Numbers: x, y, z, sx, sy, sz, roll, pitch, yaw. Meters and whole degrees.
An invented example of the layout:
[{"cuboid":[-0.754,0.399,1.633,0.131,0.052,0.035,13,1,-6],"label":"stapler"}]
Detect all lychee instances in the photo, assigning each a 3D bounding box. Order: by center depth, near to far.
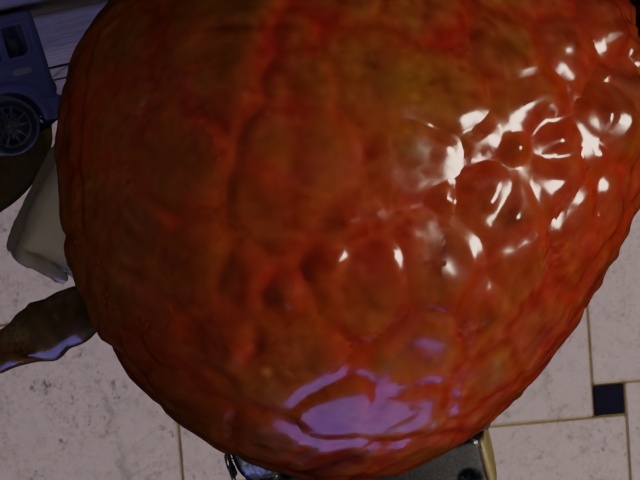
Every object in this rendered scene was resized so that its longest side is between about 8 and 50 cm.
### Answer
[{"cuboid":[0.000,-0.016,0.716,0.300,0.255,0.255,-38,177,18],"label":"lychee"}]

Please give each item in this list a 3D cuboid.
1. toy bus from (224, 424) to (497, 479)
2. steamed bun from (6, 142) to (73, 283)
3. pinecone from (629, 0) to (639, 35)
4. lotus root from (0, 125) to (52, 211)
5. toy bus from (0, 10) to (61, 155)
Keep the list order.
[{"cuboid":[0.000,0.000,1.140,0.176,0.365,0.202,-12,-163,7],"label":"toy bus"},{"cuboid":[-0.025,-0.025,0.937,0.200,0.225,0.170,-58,-177,13],"label":"steamed bun"},{"cuboid":[0.229,-0.120,0.832,0.212,0.169,0.185,-1,-169,-38],"label":"pinecone"},{"cuboid":[-0.297,-0.052,1.187,0.241,0.123,0.124,-14,-166,-34],"label":"lotus root"},{"cuboid":[-0.219,-0.064,0.867,0.167,0.076,0.073,-17,-173,-14],"label":"toy bus"}]
